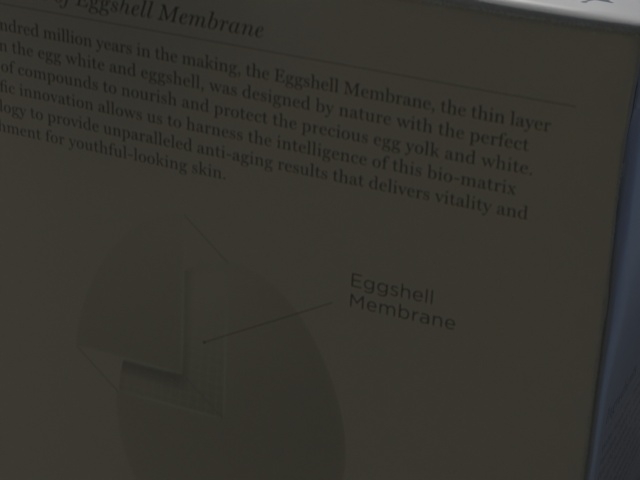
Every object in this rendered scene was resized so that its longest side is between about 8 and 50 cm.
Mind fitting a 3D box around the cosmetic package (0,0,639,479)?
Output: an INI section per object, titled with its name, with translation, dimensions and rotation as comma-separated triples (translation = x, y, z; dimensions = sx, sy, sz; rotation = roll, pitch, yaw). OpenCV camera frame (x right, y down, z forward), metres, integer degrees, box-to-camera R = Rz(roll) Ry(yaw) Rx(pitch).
[cosmetic package]
translation = 0.000, 0.000, 0.539
dimensions = 0.224, 0.224, 0.138
rotation = 13, 28, 19
